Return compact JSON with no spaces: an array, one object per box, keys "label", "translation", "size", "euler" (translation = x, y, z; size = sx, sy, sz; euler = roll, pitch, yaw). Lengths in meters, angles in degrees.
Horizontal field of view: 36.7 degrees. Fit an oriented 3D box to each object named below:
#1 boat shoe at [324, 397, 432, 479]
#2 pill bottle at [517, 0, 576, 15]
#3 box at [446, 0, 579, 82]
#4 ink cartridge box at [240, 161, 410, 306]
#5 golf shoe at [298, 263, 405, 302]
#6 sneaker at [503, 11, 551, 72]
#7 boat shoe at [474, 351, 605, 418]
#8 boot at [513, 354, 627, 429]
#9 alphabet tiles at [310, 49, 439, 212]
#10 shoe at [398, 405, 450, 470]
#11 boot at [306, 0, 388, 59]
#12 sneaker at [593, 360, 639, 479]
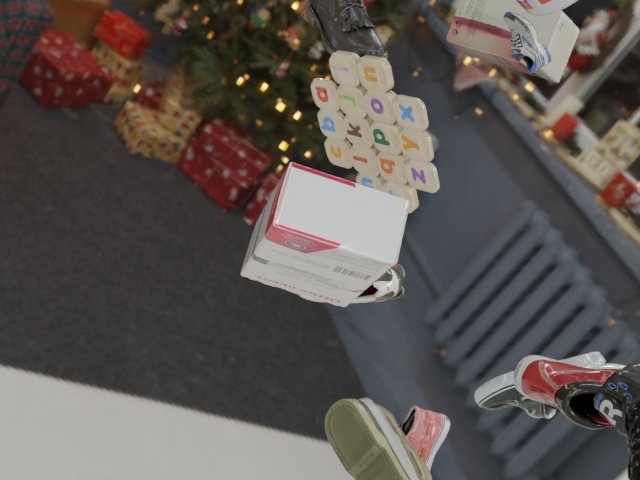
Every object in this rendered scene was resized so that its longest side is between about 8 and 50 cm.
[{"label":"boat shoe","translation":[0.117,0.360,1.387],"size":[0.103,0.113,0.302],"euler":[6,50,-47]},{"label":"pill bottle","translation":[0.310,-0.526,1.539],"size":[0.323,0.181,0.181],"euler":[40,19,-24]},{"label":"box","translation":[0.416,-0.445,2.088],"size":[0.232,0.126,0.149],"euler":[24,7,30]},{"label":"ink cartridge box","translation":[0.000,0.000,1.347],"size":[0.172,0.237,0.100],"euler":[18,69,-9]},{"label":"golf shoe","translation":[0.045,0.089,2.093],"size":[0.120,0.273,0.105],"euler":[-18,101,-59]},{"label":"sneaker","translation":[0.396,-0.385,1.886],"size":[0.135,0.058,0.052],"euler":[49,-6,-17]},{"label":"boat shoe","translation":[0.505,0.353,2.224],"size":[0.121,0.335,0.119],"euler":[11,61,-48]},{"label":"boot","translation":[0.418,0.230,1.363],"size":[0.244,0.088,0.176],"euler":[11,5,-19]},{"label":"alphabet tiles","translation":[0.093,-0.185,1.650],"size":[0.021,0.284,0.278],"euler":[-33,33,-30]},{"label":"shoe","translation":[0.173,0.400,1.832],"size":[0.081,0.178,0.063],"euler":[23,6,-20]},{"label":"boot","translation":[0.048,-0.459,1.699],"size":[0.091,0.229,0.263],"euler":[-15,47,-27]},{"label":"sneaker","translation":[0.291,0.190,0.881],"size":[0.121,0.079,0.217],"euler":[25,47,33]}]
